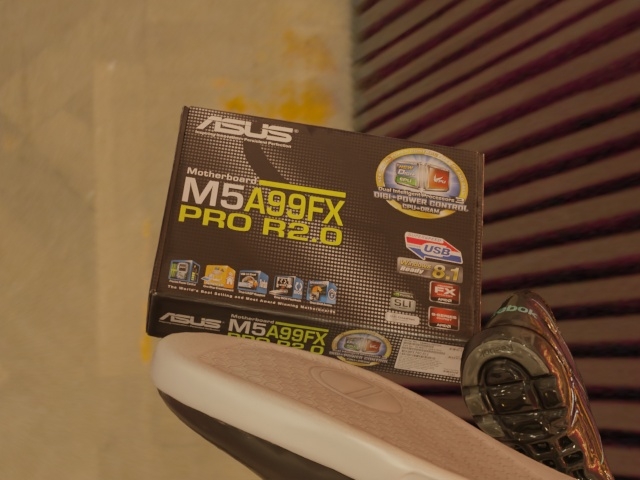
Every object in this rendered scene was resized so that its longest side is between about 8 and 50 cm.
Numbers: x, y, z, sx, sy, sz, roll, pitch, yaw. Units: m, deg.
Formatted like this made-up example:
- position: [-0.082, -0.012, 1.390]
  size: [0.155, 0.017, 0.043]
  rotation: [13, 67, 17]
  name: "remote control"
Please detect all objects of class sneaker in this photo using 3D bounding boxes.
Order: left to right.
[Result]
- position: [0.041, 0.153, 0.734]
  size: [0.295, 0.104, 0.147]
  rotation: [27, 103, -7]
  name: "sneaker"
- position: [0.183, 0.160, 1.315]
  size: [0.101, 0.106, 0.267]
  rotation: [-8, 117, 19]
  name: "sneaker"

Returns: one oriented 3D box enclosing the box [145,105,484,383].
- position: [0.000, 0.000, 1.450]
  size: [0.270, 0.060, 0.216]
  rotation: [10, 50, -3]
  name: "box"
